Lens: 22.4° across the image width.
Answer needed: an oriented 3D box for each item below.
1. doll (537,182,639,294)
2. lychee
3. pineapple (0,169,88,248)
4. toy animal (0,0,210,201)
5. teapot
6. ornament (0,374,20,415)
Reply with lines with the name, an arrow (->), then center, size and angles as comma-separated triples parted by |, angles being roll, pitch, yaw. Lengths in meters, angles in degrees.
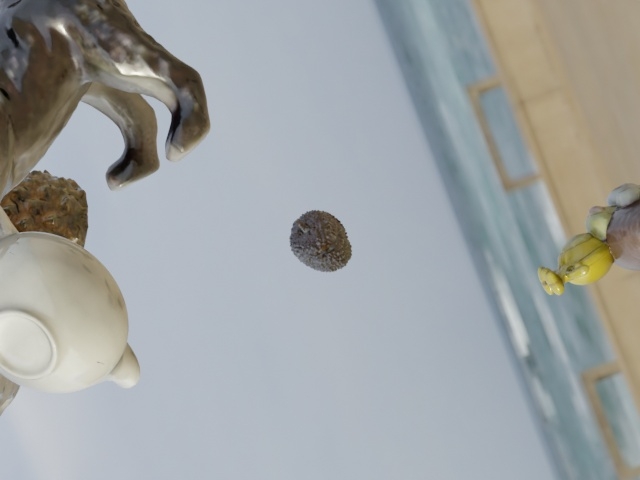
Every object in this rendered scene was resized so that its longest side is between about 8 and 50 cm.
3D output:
doll -> 0.318, -0.006, 1.680 | 0.096, 0.188, 0.145 | 63, 154, 3
lychee -> 0.000, 0.000, 1.832 | 0.068, 0.067, 0.083 | 0, 138, 51
pineapple -> -0.472, -0.023, 2.030 | 0.169, 0.340, 0.169 | -173, 90, -70
toy animal -> -0.313, -0.142, 1.450 | 0.303, 0.344, 0.194 | 62, 167, -2
teapot -> -0.238, 0.055, 1.351 | 0.226, 0.145, 0.092 | 59, -153, -17
ornament -> -0.477, 0.093, 1.827 | 0.337, 0.337, 0.337 | -21, -90, -85
